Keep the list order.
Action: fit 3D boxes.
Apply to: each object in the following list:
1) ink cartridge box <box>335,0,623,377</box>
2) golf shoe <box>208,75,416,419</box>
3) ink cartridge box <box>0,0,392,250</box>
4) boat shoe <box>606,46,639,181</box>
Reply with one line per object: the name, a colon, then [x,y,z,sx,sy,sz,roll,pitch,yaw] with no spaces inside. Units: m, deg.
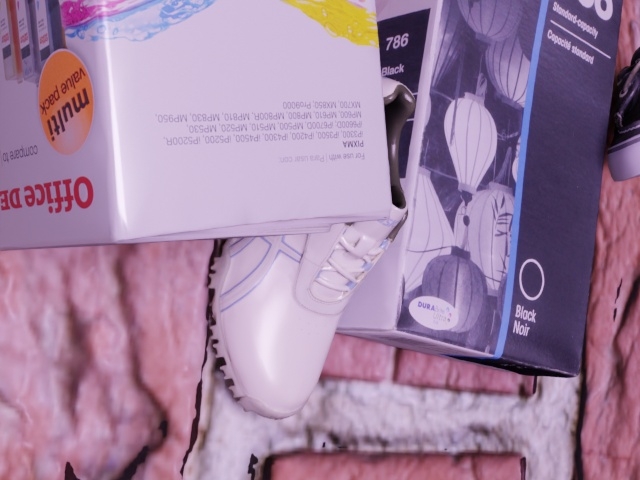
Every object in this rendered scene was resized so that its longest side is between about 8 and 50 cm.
ink cartridge box: [0.101,-0.095,0.578,0.165,0.065,0.332,16,77,-39]
golf shoe: [0.000,0.000,0.470,0.069,0.086,0.176,15,80,-42]
ink cartridge box: [-0.064,-0.085,0.388,0.127,0.128,0.176,-7,92,-41]
boat shoe: [0.230,-0.096,0.654,0.228,0.080,0.076,-28,96,-58]
